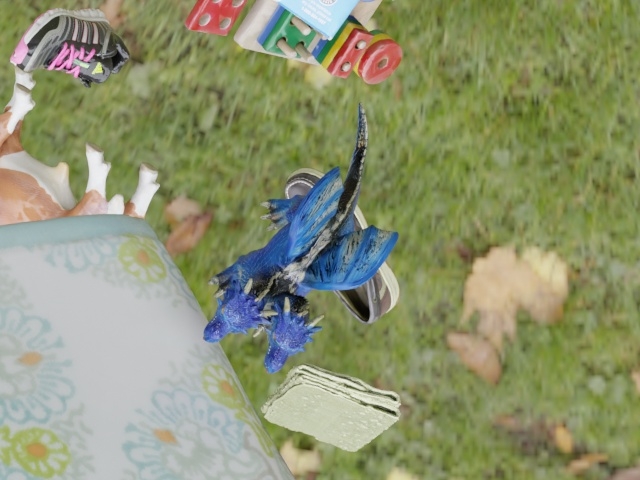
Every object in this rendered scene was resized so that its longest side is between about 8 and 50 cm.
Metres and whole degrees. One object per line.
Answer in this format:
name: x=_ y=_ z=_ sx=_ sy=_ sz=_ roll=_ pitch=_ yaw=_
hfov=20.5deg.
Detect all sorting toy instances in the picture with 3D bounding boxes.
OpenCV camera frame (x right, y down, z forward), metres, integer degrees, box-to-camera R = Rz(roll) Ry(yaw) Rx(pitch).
sorting toy: x=0.008 y=-0.201 z=1.492 sx=0.274 sy=0.046 sz=0.132 roll=7 pitch=124 yaw=-51

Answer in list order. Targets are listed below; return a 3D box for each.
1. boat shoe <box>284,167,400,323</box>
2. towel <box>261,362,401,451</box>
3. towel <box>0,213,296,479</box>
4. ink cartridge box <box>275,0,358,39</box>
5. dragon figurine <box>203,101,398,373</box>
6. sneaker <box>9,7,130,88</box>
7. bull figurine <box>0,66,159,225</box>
boat shoe: x=0.017 y=0.005 z=1.567 sx=0.056 sy=0.049 sz=0.152 roll=-32 pitch=99 yaw=33
towel: x=0.010 y=0.154 z=1.638 sx=0.110 sy=0.027 sz=0.148 roll=22 pitch=153 yaw=-7
towel: x=-0.219 y=0.137 z=1.306 sx=0.374 sy=0.321 sz=0.090 roll=-9 pitch=149 yaw=-37
ink cartridge box: x=-0.002 y=-0.206 z=0.987 sx=0.092 sy=0.090 sz=0.143 roll=30 pitch=99 yaw=-43
dragon figurine: x=0.000 y=0.000 z=1.410 sx=0.085 sy=0.289 sz=0.144 roll=48 pitch=152 yaw=-12
sneaker: x=-0.248 y=-0.191 z=1.798 sx=0.075 sy=0.170 sz=0.063 roll=44 pitch=113 yaw=9
bull figurine: x=-0.328 y=-0.068 z=1.901 sx=0.310 sy=0.101 sz=0.188 roll=36 pitch=107 yaw=4
